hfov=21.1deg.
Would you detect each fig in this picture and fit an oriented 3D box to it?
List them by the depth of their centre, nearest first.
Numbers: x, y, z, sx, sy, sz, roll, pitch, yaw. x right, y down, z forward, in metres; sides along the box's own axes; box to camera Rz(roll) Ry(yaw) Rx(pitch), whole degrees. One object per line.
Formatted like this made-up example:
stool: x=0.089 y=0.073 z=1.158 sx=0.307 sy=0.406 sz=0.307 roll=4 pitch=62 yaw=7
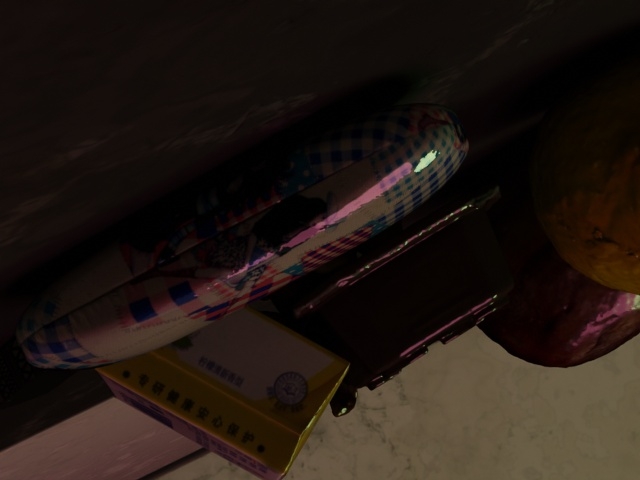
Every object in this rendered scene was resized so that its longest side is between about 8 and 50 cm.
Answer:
fig: x=0.236 y=0.004 z=1.582 sx=0.224 sy=0.224 sz=0.263 roll=-22 pitch=173 yaw=-28

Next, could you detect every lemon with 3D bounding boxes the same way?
lemon: x=0.260 y=-0.052 z=1.353 sx=0.192 sy=0.192 sz=0.231 roll=-28 pitch=172 yaw=12

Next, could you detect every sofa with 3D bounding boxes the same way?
sofa: x=-0.214 y=0.091 z=1.327 sx=0.060 sy=0.039 sz=0.118 roll=-16 pitch=167 yaw=-44

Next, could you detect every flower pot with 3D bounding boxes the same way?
flower pot: x=0.068 y=0.049 z=1.324 sx=0.179 sy=0.084 sz=0.251 roll=-32 pitch=173 yaw=-8

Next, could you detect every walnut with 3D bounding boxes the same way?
walnut: x=0.000 y=0.000 z=1.314 sx=0.143 sy=0.069 sz=0.170 roll=-32 pitch=168 yaw=30

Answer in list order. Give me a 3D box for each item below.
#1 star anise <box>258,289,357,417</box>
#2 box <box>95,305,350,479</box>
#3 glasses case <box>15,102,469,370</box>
star anise: x=-0.026 y=0.117 z=1.550 sx=0.234 sy=0.177 sz=0.073 roll=-46 pitch=140 yaw=-8
box: x=-0.077 y=0.112 z=1.363 sx=0.097 sy=0.168 sz=0.265 roll=-61 pitch=176 yaw=-10
glasses case: x=-0.052 y=0.000 z=1.131 sx=0.327 sy=0.076 sz=0.125 roll=-27 pitch=173 yaw=14
